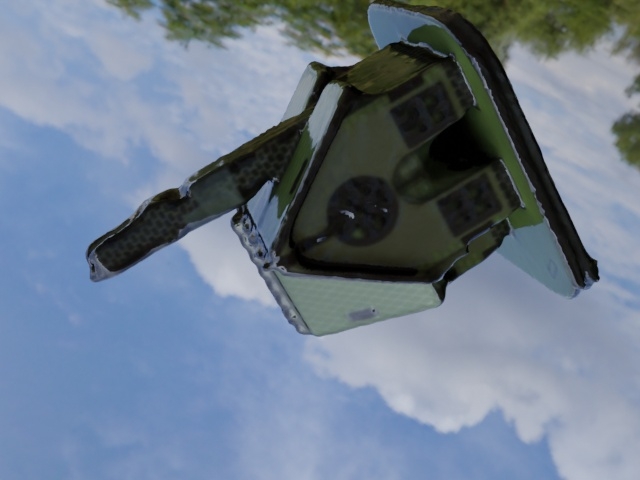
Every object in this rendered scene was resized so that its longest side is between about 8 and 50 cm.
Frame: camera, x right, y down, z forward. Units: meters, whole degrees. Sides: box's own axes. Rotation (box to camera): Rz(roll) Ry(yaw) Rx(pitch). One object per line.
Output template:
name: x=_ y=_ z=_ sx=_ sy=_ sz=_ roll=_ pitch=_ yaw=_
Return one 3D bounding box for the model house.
model house: x=0.000 y=0.000 z=0.656 sx=0.218 sy=0.278 sz=0.205 roll=59 pitch=176 yaw=-21
